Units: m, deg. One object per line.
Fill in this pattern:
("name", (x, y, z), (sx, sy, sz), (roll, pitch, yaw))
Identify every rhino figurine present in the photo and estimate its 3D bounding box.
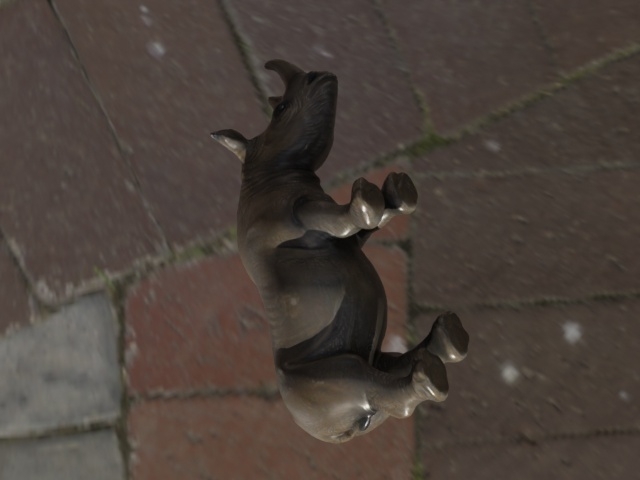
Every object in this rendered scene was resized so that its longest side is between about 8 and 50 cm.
("rhino figurine", (0.000, 0.000, 1.015), (0.106, 0.073, 0.243), (-31, 63, 29))
